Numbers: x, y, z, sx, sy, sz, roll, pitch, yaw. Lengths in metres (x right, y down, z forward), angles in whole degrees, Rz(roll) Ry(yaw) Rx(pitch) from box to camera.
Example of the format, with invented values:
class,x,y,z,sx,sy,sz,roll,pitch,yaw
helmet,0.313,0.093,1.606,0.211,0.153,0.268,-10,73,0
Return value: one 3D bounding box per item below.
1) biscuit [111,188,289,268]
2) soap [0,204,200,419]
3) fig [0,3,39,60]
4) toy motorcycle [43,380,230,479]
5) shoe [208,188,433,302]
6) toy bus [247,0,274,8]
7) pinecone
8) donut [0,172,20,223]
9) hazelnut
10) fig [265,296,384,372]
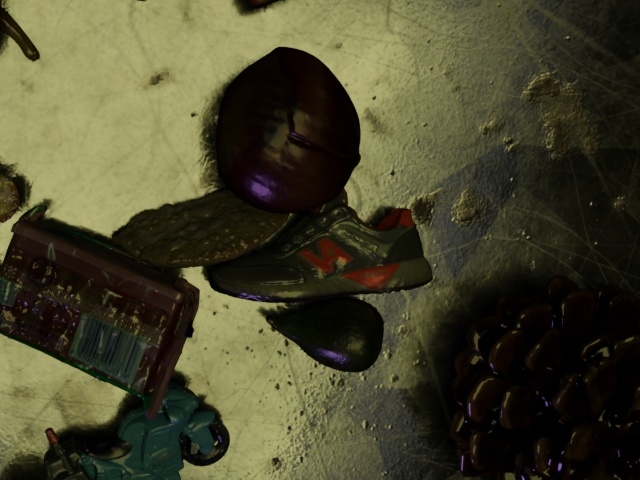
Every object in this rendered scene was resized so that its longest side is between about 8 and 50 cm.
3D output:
class,x,y,z,sx,sy,sz,roll,pitch,yaw
biscuit,-0.152,-0.017,1.462,0.289,0.141,0.038,-17,133,-11
soap,-0.313,0.096,1.385,0.273,0.098,0.218,23,93,9
fig,-0.494,-0.317,1.364,0.175,0.207,0.175,6,102,28
toy motorcycle,-0.277,0.293,1.470,0.272,0.123,0.182,-24,110,-10
shoe,0.000,0.000,1.502,0.336,0.132,0.171,-5,91,-14
toy bus,-0.140,-0.531,1.436,0.092,0.093,0.409,-25,99,-2
pinecone,0.406,0.251,1.506,0.397,0.398,0.398,-1,95,-12
donut,-0.481,-0.014,1.389,0.085,0.141,0.217,18,102,-31
hazelnut,-0.043,-0.145,1.426,0.229,0.229,0.230,-1,95,-12
fig,0.006,0.138,1.528,0.177,0.117,0.117,5,94,3
